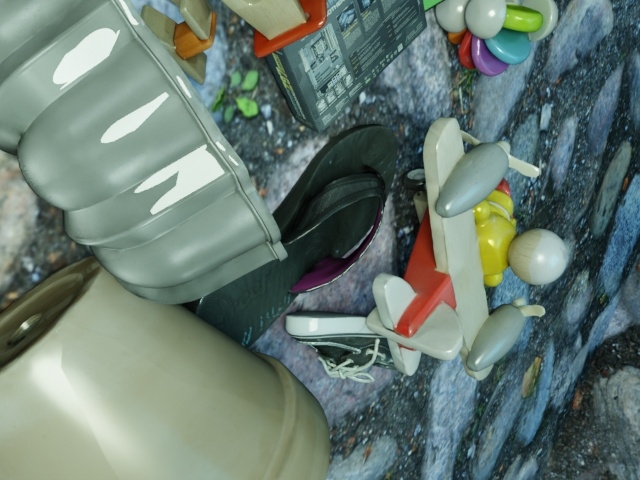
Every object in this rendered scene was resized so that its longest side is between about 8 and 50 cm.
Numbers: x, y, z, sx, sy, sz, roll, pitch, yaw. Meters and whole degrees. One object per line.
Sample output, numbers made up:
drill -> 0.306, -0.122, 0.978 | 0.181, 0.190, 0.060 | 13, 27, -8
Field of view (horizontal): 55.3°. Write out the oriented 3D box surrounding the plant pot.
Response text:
plant pot -> -0.199, 0.178, 0.608 | 0.323, 0.323, 0.280 | -48, 116, -25

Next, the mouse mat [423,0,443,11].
mouse mat -> 0.118, -0.376, 0.849 | 0.190, 0.007, 0.152 | -27, 138, 14

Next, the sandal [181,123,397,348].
sandal -> 0.000, 0.003, 0.874 | 0.445, 0.107, 0.167 | -48, 134, -25

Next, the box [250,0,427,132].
box -> 0.034, -0.280, 0.785 | 0.232, 0.059, 0.183 | -47, 149, -11

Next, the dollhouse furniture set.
dollhouse furniture set -> -0.033, -0.301, 0.634 | 0.135, 0.262, 0.259 | 37, 45, -50

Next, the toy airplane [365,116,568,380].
toy airplane -> 0.234, 0.035, 0.943 | 0.386, 0.273, 0.384 | 16, 76, -65

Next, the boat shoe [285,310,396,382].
boat shoe -> 0.048, 0.173, 0.990 | 0.306, 0.113, 0.104 | 19, 75, -59

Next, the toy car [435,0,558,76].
toy car -> 0.282, -0.343, 1.009 | 0.159, 0.182, 0.136 | -7, 116, -27

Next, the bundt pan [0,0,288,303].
bundt pan -> -0.175, -0.081, 0.507 | 0.124, 0.331, 0.330 | -37, 131, -9
